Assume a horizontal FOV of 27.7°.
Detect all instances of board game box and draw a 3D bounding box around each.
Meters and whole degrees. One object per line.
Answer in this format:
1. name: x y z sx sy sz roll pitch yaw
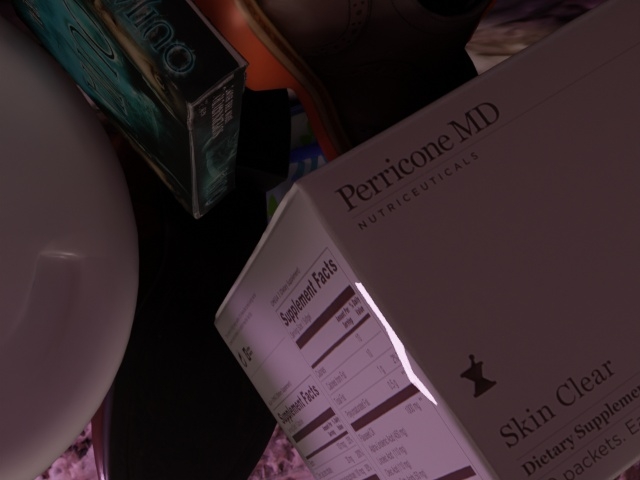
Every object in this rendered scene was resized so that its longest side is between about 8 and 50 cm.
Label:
1. board game box: -0.079 -0.078 0.489 0.026 0.126 0.186 -40 175 -10

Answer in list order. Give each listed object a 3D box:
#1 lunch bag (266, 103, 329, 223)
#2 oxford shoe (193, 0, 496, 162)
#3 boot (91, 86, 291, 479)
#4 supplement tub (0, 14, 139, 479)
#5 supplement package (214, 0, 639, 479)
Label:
1. lunch bag: 0.000 0.000 0.804 0.219 0.176 0.090 -13 162 37
2. oxford shoe: 0.036 -0.087 0.541 0.098 0.097 0.271 -13 168 20
3. boot: -0.123 0.042 0.759 0.096 0.264 0.280 7 165 -29
4. supplement tub: -0.270 0.025 0.648 0.241 0.241 0.331 5 167 -40
5. supplement package: 0.111 0.003 0.558 0.262 0.145 0.204 -32 172 -20
